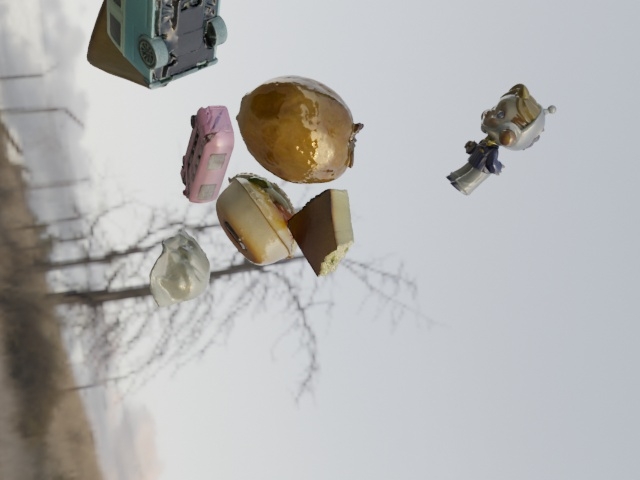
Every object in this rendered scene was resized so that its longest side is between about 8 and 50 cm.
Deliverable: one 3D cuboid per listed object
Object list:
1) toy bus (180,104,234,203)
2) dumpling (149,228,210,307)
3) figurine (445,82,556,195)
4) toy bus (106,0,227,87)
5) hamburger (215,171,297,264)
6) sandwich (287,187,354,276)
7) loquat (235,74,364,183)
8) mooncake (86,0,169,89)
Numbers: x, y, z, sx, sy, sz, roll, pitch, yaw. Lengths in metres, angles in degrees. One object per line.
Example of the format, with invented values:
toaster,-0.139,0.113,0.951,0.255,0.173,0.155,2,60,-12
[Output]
toy bus,-0.197,-0.146,1.893,0.203,0.063,0.090,116,-37,-55
dumpling,-0.269,0.050,2.101,0.108,0.188,0.127,7,-58,28
figurine,0.403,-0.218,2.479,0.274,0.133,0.194,-58,-163,-7
toy bus,-0.223,-0.374,1.537,0.165,0.133,0.271,43,-37,28
hamburger,-0.136,-0.045,2.423,0.237,0.147,0.237,50,-14,18
sandwich,0.000,0.000,2.233,0.193,0.058,0.162,-34,-123,56
loquat,-0.045,-0.206,2.065,0.238,0.238,0.193,145,-36,-69
mooncake,-0.280,-0.405,1.891,0.284,0.156,0.284,-157,-90,-85
